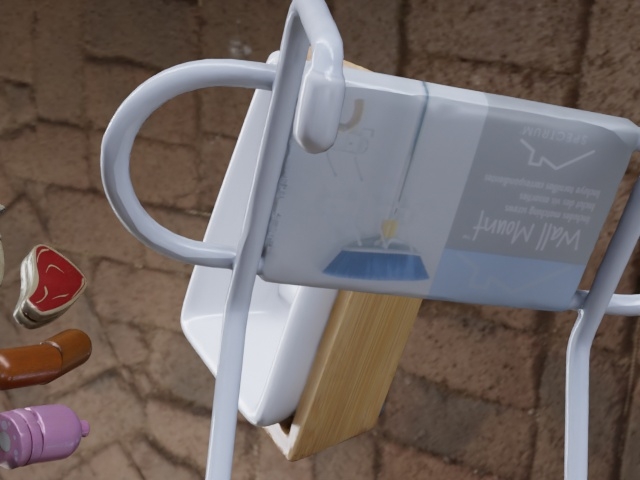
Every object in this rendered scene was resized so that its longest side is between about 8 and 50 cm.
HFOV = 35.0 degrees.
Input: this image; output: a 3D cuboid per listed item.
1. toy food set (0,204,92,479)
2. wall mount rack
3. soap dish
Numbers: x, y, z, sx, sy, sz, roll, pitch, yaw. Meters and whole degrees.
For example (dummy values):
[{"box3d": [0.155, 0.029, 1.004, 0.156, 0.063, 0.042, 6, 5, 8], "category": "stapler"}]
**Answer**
[{"box3d": [-0.112, 0.042, 0.354, 0.078, 0.122, 0.019, 32, 125, -22], "category": "toy food set"}, {"box3d": [0.061, 0.048, 0.500, 0.350, 0.130, 0.304, 7, 119, -13], "category": "wall mount rack"}, {"box3d": [0.000, 0.000, 0.838, 0.229, 0.118, 0.291, 39, 113, 58], "category": "soap dish"}]
